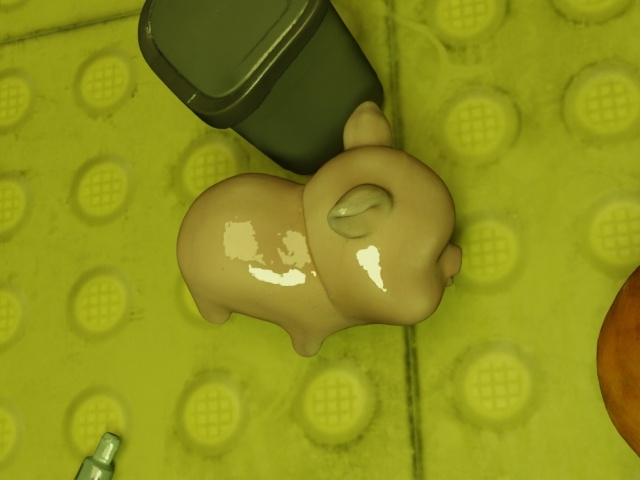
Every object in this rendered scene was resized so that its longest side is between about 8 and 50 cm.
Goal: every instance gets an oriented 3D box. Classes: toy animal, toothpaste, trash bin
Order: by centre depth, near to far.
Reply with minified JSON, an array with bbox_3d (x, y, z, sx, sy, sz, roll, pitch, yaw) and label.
[{"bbox_3d":[0.000,0.000,1.349,0.326,0.269,0.237,13,35,1],"label":"toy animal"},{"bbox_3d":[-0.059,-0.219,1.412,0.219,0.250,0.220,-45,58,4],"label":"trash bin"},{"bbox_3d":[-0.310,0.359,1.461,0.067,0.037,0.255,23,87,25],"label":"toothpaste"}]

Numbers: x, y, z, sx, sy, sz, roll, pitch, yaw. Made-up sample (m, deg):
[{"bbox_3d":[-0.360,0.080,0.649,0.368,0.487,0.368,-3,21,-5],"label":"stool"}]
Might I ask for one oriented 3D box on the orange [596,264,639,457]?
[{"bbox_3d":[0.414,0.122,1.140,0.283,0.226,0.284,5,103,21],"label":"orange"}]
